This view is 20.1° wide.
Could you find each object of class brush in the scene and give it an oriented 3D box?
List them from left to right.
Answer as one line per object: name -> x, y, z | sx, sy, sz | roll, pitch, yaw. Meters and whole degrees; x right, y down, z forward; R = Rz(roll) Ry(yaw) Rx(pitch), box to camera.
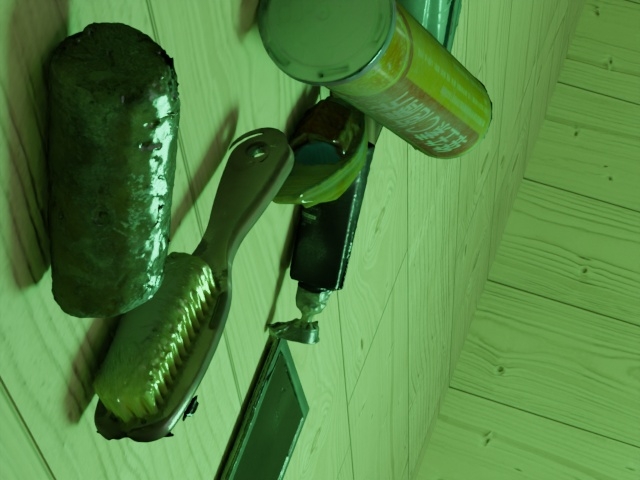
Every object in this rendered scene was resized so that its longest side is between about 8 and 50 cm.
brush -> -0.088, 0.012, 1.316 | 0.067, 0.072, 0.313 | 76, 29, -44

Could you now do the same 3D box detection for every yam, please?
yam -> -0.120, -0.036, 1.037 | 0.078, 0.078, 0.179 | -60, 162, -50

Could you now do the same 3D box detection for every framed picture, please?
framed picture -> -0.065, 0.231, 1.873 | 0.273, 0.016, 0.216 | 79, 31, -67

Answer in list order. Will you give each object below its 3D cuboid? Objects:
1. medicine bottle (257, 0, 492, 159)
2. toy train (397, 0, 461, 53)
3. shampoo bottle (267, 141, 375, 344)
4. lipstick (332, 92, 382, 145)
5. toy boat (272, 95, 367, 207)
medicine bottle -> 0.066, -0.149, 1.562 | 0.426, 0.108, 0.108 | 19, 88, -72
toy train -> 0.096, -0.270, 1.725 | 0.088, 0.086, 0.407 | -63, 165, -46
shampoo bottle -> 0.001, 0.000, 1.745 | 0.057, 0.063, 0.208 | -69, 173, -80
lipstick -> 0.036, -0.146, 1.730 | 0.145, 0.045, 0.045 | 87, 24, -57
toy boat -> -0.001, -0.078, 1.612 | 0.172, 0.065, 0.066 | -62, 142, -47
